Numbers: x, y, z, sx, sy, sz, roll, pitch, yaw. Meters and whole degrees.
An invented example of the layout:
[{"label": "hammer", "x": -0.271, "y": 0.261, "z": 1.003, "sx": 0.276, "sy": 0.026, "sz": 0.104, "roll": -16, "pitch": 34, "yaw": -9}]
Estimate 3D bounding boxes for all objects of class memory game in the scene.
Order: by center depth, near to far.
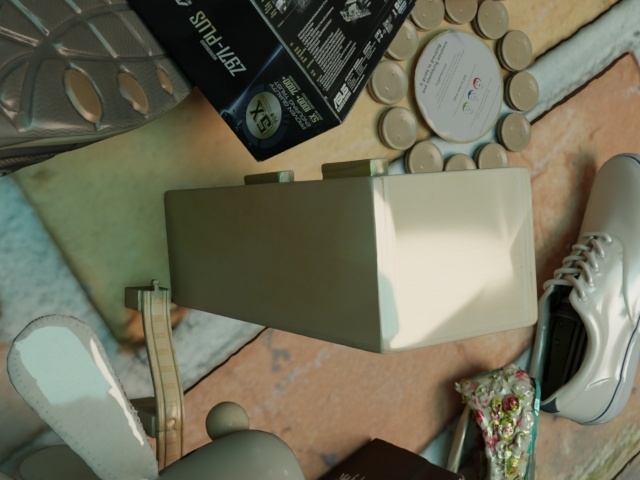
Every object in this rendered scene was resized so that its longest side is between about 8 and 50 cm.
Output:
[{"label": "memory game", "x": 0.119, "y": -0.131, "z": 0.755, "sx": 0.186, "sy": 0.012, "sz": 0.186, "roll": -2, "pitch": 93, "yaw": -30}]

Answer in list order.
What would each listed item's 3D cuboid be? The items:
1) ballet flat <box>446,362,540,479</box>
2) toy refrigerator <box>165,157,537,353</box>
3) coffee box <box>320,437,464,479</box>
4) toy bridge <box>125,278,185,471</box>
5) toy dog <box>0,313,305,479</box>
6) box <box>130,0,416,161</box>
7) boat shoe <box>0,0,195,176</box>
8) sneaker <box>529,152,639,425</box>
[{"label": "ballet flat", "x": 0.147, "y": 0.227, "z": 0.756, "sx": 0.077, "sy": 0.091, "sz": 0.240, "roll": 1, "pitch": 86, "yaw": -1}, {"label": "toy refrigerator", "x": 0.000, "y": 0.000, "z": 0.539, "sx": 0.102, "sy": 0.269, "sz": 0.094, "roll": -6, "pitch": 95, "yaw": -30}, {"label": "coffee box", "x": 0.070, "y": 0.332, "z": 0.678, "sx": 0.168, "sy": 0.119, "sz": 0.297, "roll": -31, "pitch": 107, "yaw": -25}, {"label": "toy bridge", "x": -0.113, "y": 0.120, "z": 0.595, "sx": 0.026, "sy": 0.063, "sz": 0.188, "roll": -1, "pitch": 93, "yaw": -31}, {"label": "toy dog", "x": -0.192, "y": 0.127, "z": 0.492, "sx": 0.334, "sy": 0.220, "sz": 0.161, "roll": 9, "pitch": 49, "yaw": -31}, {"label": "box", "x": -0.025, "y": -0.167, "z": 0.590, "sx": 0.147, "sy": 0.078, "sz": 0.180, "roll": 52, "pitch": 41, "yaw": -22}, {"label": "boat shoe", "x": -0.219, "y": -0.090, "z": 0.492, "sx": 0.355, "sy": 0.130, "sz": 0.132, "roll": -26, "pitch": 97, "yaw": -49}, {"label": "sneaker", "x": 0.253, "y": 0.042, "z": 0.792, "sx": 0.091, "sy": 0.094, "sz": 0.258, "roll": 13, "pitch": 86, "yaw": -35}]
